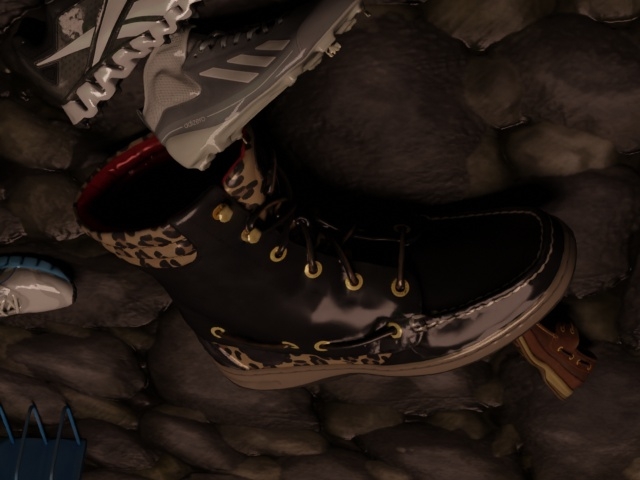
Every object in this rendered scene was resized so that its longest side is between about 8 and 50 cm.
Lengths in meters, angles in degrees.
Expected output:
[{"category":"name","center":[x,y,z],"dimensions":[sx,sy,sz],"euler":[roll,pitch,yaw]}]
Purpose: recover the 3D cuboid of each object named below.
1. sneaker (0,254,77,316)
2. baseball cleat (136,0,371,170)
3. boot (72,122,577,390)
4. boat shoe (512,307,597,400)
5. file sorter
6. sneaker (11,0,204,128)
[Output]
[{"category":"sneaker","center":[-0.332,0.061,1.448],"dimensions":[0.191,0.083,0.071],"euler":[2,143,0]},{"category":"baseball cleat","center":[-0.063,-0.145,1.150],"dimensions":[0.206,0.072,0.109],"euler":[-42,92,21]},{"category":"boot","center":[0.000,0.000,1.298],"dimensions":[0.377,0.138,0.284],"euler":[-13,141,30]},{"category":"boat shoe","center":[0.218,0.091,1.468],"dimensions":[0.060,0.064,0.178],"euler":[-39,135,4]},{"category":"file sorter","center":[-0.362,0.250,1.683],"dimensions":[0.170,0.118,0.104],"euler":[1,141,4]},{"category":"sneaker","center":[-0.147,-0.184,1.095],"dimensions":[0.106,0.078,0.234],"euler":[39,124,-16]}]
